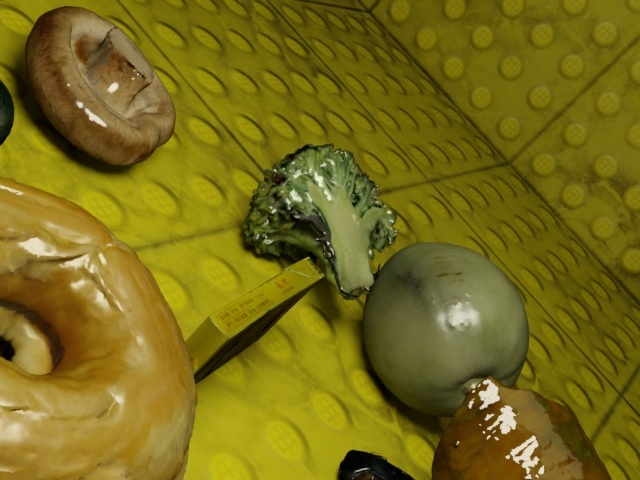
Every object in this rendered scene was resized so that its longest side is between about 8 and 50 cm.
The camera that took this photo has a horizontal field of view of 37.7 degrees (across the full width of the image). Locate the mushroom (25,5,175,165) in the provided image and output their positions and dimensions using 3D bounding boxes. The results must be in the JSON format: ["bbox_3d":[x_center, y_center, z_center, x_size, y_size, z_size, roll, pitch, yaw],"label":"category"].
[{"bbox_3d":[-0.322,-0.225,1.392,0.278,0.146,0.278,44,24,-25],"label":"mushroom"}]

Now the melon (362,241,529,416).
[{"bbox_3d":[0.190,0.135,1.460,0.272,0.271,0.308,26,2,-33],"label":"melon"}]

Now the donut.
[{"bbox_3d":[-0.305,0.111,0.851,0.449,0.198,0.448,34,29,-22],"label":"donut"}]

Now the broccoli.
[{"bbox_3d":[-0.010,-0.005,1.506,0.243,0.180,0.272,3,64,-36],"label":"broccoli"}]

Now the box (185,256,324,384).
[{"bbox_3d":[-0.105,0.113,1.180,0.041,0.153,0.279,47,26,6],"label":"box"}]

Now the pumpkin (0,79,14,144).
[{"bbox_3d":[-0.450,-0.160,1.119,0.167,0.167,0.125,3,91,-54],"label":"pumpkin"}]

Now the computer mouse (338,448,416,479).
[{"bbox_3d":[0.106,0.363,1.200,0.147,0.077,0.241,3,47,-51],"label":"computer mouse"}]

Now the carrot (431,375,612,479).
[{"bbox_3d":[0.285,0.373,1.259,0.242,0.241,0.340,7,47,-51],"label":"carrot"}]
